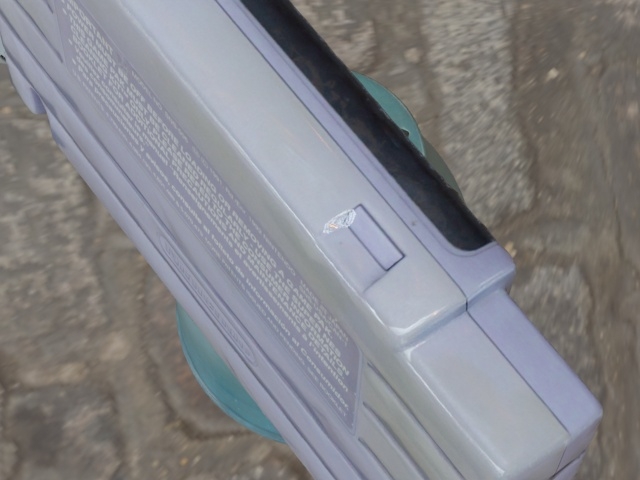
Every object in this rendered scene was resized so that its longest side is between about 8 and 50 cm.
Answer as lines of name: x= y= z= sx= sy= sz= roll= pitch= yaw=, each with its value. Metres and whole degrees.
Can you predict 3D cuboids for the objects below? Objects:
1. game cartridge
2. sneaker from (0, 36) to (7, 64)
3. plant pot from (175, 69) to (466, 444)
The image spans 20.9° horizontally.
game cartridge: x=-0.027 y=-0.015 z=0.709 sx=0.068 sy=0.230 sz=0.355 roll=-31 pitch=68 yaw=-21
sneaker: x=-0.219 y=-0.125 z=1.193 sx=0.229 sy=0.086 sz=0.132 roll=-29 pitch=100 yaw=11
plant pot: x=0.000 y=0.000 z=1.390 sx=0.272 sy=0.255 sz=0.271 roll=-2 pitch=65 yaw=4
